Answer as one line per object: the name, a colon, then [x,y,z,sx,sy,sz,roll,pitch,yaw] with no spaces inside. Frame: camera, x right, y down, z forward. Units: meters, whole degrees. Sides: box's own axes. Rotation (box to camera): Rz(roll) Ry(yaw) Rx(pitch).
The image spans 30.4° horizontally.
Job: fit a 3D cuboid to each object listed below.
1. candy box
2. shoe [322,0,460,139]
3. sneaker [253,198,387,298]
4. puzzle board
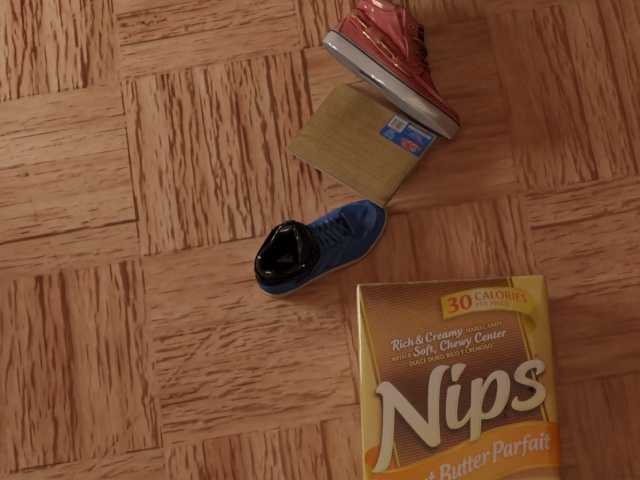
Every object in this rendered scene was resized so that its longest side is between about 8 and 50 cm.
candy box: [0.131,0.197,1.112,0.183,0.087,0.316,-3,76,4]
shoe: [0.091,-0.185,1.226,0.178,0.063,0.081,40,87,17]
sneaker: [0.000,0.001,1.176,0.152,0.084,0.058,-30,75,-3]
puzzle board: [0.043,-0.100,1.226,0.128,0.011,0.096,32,74,22]
